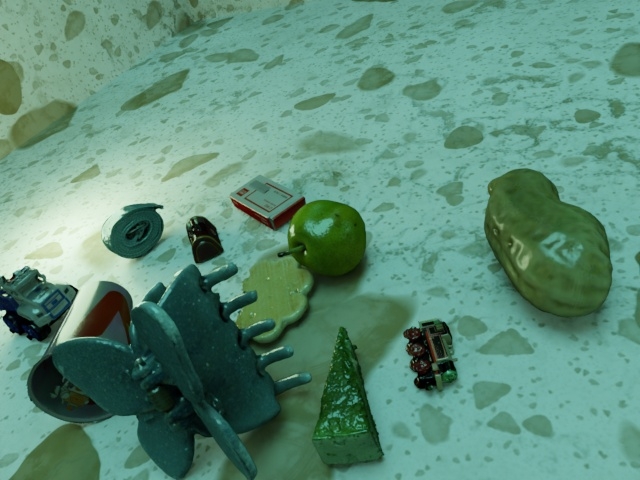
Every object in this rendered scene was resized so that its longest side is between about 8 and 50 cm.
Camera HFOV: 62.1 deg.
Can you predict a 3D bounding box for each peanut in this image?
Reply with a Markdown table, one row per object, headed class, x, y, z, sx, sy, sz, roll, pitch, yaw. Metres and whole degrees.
| class | x | y | z | sx | sy | sz | roll | pitch | yaw |
| --- | --- | --- | --- | --- | --- | --- | --- | --- | --- |
| peanut | 0.419 | -0.016 | 1.003 | 0.192 | 0.169 | 0.387 | -12 | 37 | 3 |

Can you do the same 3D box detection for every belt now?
| class | x | y | z | sx | sy | sz | roll | pitch | yaw |
| --- | --- | --- | --- | --- | --- | --- | --- | --- | --- |
| belt | -0.527 | -0.028 | 1.495 | 0.163 | 0.147 | 0.082 | -13 | 23 | -40 |

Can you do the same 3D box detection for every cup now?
| class | x | y | z | sx | sy | sz | roll | pitch | yaw |
| --- | --- | --- | --- | --- | --- | --- | --- | --- | --- |
| cup | -0.487 | 0.217 | 1.149 | 0.203 | 0.203 | 0.288 | -22 | 31 | -2 |

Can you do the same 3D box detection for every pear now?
| class | x | y | z | sx | sy | sz | roll | pitch | yaw |
| --- | --- | --- | --- | --- | --- | --- | --- | --- | --- |
| pear | 0.000 | 0.000 | 1.168 | 0.180 | 0.166 | 0.216 | 37 | 38 | 27 |

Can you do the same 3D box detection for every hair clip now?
| class | x | y | z | sx | sy | sz | roll | pitch | yaw |
| --- | --- | --- | --- | --- | --- | --- | --- | --- | --- |
| hair clip | -0.203 | 0.207 | 0.894 | 0.392 | 0.318 | 0.238 | -27 | 11 | 42 |

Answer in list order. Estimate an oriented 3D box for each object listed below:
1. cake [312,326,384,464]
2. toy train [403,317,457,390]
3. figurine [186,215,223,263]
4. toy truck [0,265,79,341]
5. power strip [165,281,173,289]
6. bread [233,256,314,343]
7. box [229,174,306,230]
| class | x | y | z | sx | sy | sz | roll | pitch | yaw |
| --- | --- | --- | --- | --- | --- | --- | --- | --- | --- |
| cake | 0.031 | 0.259 | 0.902 | 0.099 | 0.100 | 0.235 | -17 | 38 | 4 |
| toy train | 0.197 | 0.202 | 0.938 | 0.087 | 0.050 | 0.138 | -13 | 38 | 5 |
| figurine | -0.328 | -0.022 | 1.427 | 0.082 | 0.098 | 0.154 | -28 | 40 | -3 |
| toy truck | -0.744 | 0.139 | 1.361 | 0.213 | 0.177 | 0.161 | 5 | 43 | 31 |
| power strip | -0.313 | 0.135 | 1.282 | 0.076 | 0.028 | 0.169 | -39 | 39 | -23 |
| bread | -0.103 | 0.130 | 1.178 | 0.182 | 0.039 | 0.251 | -7 | 39 | 17 |
| box | -0.148 | -0.109 | 1.485 | 0.123 | 0.050 | 0.229 | -38 | 40 | -20 |
